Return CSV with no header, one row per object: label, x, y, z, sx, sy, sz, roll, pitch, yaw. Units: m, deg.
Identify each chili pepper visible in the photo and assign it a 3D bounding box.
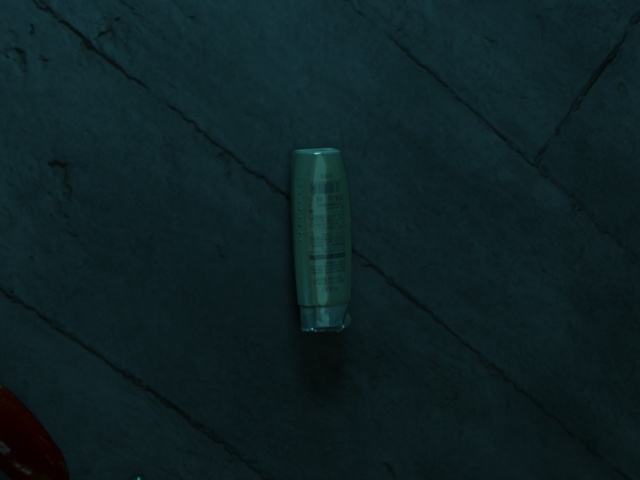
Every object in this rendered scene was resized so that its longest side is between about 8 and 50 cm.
chili pepper,-0.408,0.191,1.546,0.369,0.092,0.137,25,99,-20

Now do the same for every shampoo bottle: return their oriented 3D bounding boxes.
shampoo bottle,0.000,0.000,1.698,0.072,0.049,0.212,-3,98,-25

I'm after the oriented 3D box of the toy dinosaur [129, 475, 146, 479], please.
toy dinosaur,-0.384,0.430,1.589,0.447,0.087,0.300,-4,100,-28
